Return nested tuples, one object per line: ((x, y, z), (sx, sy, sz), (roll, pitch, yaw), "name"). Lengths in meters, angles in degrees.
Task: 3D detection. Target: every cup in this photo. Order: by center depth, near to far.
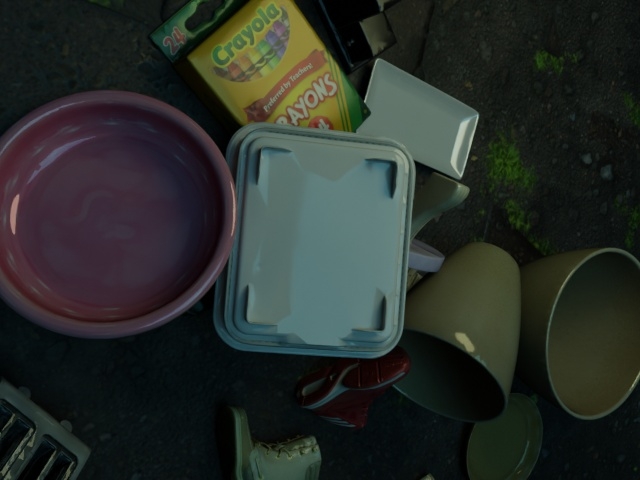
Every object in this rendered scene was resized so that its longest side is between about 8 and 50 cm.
((0.477, 0.167, 1.270), (0.331, 0.237, 0.331), (-4, 97, -32), "cup")

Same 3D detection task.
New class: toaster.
((-0.413, 0.288, 0.785), (0.168, 0.110, 0.186), (52, 34, -23), "toaster")

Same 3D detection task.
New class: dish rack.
((0.000, 0.000, 0.880), (0.285, 0.072, 0.333), (5, 87, -10), "dish rack")

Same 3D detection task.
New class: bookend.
((0.078, -0.369, 1.020), (0.072, 0.156, 0.157), (-38, 114, -22), "bookend")

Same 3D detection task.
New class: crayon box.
((-0.085, -0.256, 0.979), (0.202, 0.081, 0.318), (-49, 116, -17), "crayon box")

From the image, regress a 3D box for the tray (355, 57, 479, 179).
((0.183, -0.223, 1.172), (0.270, 0.030, 0.145), (18, 85, -31), "tray")

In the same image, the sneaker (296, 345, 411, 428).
((0.078, 0.259, 1.092), (0.128, 0.221, 0.087), (46, 33, -37), "sneaker")

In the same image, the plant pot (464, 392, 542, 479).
((0.402, 0.450, 1.377), (0.236, 0.032, 0.237), (-3, 97, -30), "plant pot")

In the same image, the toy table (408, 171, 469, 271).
((0.126, -0.059, 1.048), (0.274, 0.252, 0.161), (13, 105, -45), "toy table")

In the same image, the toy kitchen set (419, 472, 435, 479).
((0.244, 0.531, 1.293), (0.068, 0.075, 0.083), (-24, 147, -23), "toy kitchen set")

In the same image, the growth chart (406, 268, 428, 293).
((0.189, 0.136, 1.222), (0.171, 0.021, 0.237), (19, 86, -32), "growth chart")

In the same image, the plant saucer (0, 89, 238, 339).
((-0.278, -0.033, 0.827), (0.331, 0.084, 0.332), (2, 76, -9), "plant saucer")

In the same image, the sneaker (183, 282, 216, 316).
((-0.237, 0.057, 0.899), (0.302, 0.121, 0.108), (-6, 98, -30), "sneaker")

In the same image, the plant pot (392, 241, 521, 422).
((0.259, 0.142, 1.132), (0.256, 0.256, 0.274), (53, 53, -24), "plant pot")

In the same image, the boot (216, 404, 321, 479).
((-0.083, 0.356, 1.051), (0.165, 0.077, 0.213), (-14, 107, -28), "boot")
